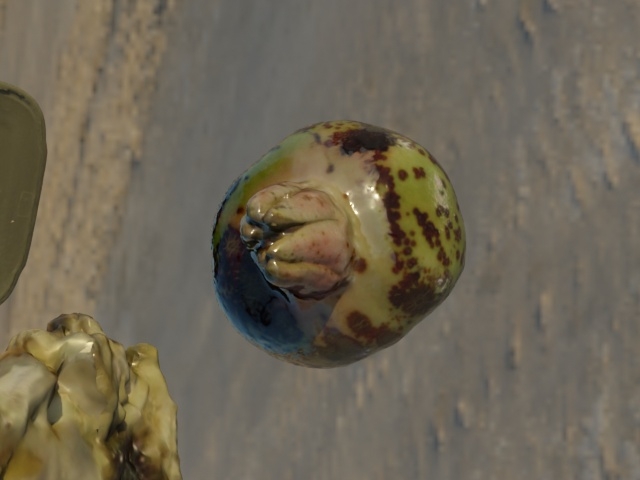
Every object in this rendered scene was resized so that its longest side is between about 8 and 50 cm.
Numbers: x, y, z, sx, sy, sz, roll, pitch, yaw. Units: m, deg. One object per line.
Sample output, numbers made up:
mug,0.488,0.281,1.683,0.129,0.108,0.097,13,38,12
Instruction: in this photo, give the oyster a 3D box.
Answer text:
oyster,-0.134,0.167,0.604,0.201,0.107,0.354,68,-152,-19

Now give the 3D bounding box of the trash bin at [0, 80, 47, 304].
trash bin,-0.341,-0.052,1.171,0.250,0.219,0.220,13,94,45

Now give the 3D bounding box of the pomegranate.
pomegranate,0.006,0.010,0.850,0.125,0.138,0.163,61,-163,-14
